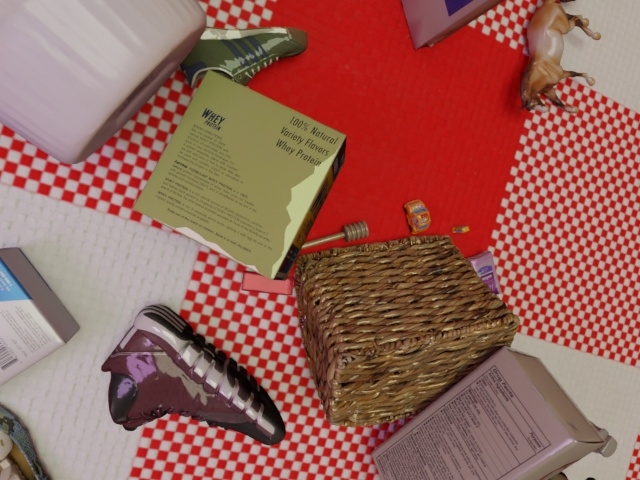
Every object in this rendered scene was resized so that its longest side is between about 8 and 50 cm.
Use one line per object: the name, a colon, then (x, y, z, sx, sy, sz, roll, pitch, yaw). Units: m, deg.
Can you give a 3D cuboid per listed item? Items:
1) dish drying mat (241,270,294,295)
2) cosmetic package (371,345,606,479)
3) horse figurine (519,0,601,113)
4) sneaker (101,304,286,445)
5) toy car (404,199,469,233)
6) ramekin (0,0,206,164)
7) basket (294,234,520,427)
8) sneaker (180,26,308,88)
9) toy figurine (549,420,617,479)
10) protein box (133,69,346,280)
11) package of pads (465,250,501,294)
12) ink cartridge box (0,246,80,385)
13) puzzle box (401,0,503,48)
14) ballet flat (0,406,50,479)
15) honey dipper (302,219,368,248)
dish drying mat: (-0.084, 0.069, 0.721, 0.083, 0.008, 0.032, 8, 90, -16)
cosmetic package: (0.239, 0.316, 0.681, 0.129, 0.153, 0.296, 22, 120, -39)
horse figurine: (0.434, -0.350, 0.819, 0.174, 0.066, 0.264, 5, 94, -23)
sneaker: (-0.196, 0.239, 0.660, 0.281, 0.106, 0.162, 43, 86, -4)
toy car: (0.207, -0.041, 0.783, 0.122, 0.040, 0.060, -1, 94, -16)
ramekin: (-0.260, -0.219, 0.521, 0.135, 0.277, 0.277, 43, 81, -23)
basket: (0.120, 0.145, 0.741, 0.299, 0.223, 0.214, -9, 130, -16)
sneaker: (-0.113, -0.264, 0.666, 0.192, 0.064, 0.086, -4, 96, -11)
toy figurine: (0.413, 0.414, 0.824, 0.212, 0.148, 0.210, -1, 88, -14)
protein box: (-0.097, -0.078, 0.614, 0.199, 0.136, 0.201, 26, 86, 4)
package of pads: (0.295, 0.064, 0.820, 0.050, 0.032, 0.083, -18, 98, -12)
ink cartridge box: (-0.453, 0.124, 0.575, 0.203, 0.086, 0.148, -33, 101, -11)
puzzle box: (0.167, -0.519, 0.624, 0.052, 0.272, 0.409, -21, 100, -18)
ballet flat: (-0.425, 0.305, 0.607, 0.070, 0.070, 0.188, -31, 101, -12)
honey dipper: (0.000, 0.000, 0.731, 0.160, 0.030, 0.031, -15, 97, -13)
